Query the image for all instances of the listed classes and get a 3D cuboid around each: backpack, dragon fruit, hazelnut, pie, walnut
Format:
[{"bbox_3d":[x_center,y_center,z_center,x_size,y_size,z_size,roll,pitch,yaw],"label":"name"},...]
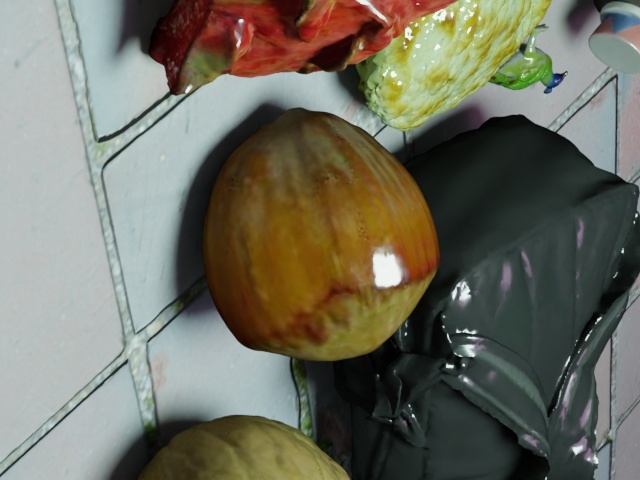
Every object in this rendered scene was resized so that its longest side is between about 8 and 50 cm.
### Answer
[{"bbox_3d":[0.160,0.125,1.929,0.363,0.255,0.445,-31,138,-37],"label":"backpack"},{"bbox_3d":[0.042,-0.200,1.434,0.286,0.228,0.329,27,105,-26],"label":"dragon fruit"},{"bbox_3d":[0.006,-0.002,1.656,0.210,0.186,0.210,-27,140,-25],"label":"hazelnut"},{"bbox_3d":[0.114,-0.193,1.782,0.248,0.090,0.201,-10,138,-59],"label":"pie"},{"bbox_3d":[-0.061,0.262,1.683,0.228,0.228,0.228,-36,138,-41],"label":"walnut"}]

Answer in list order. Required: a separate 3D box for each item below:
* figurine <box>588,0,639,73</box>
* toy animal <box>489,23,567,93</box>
[{"bbox_3d":[0.371,-0.289,2.082,0.275,0.161,0.158,-38,176,-37],"label":"figurine"},{"bbox_3d":[0.187,-0.187,1.960,0.217,0.041,0.075,1,114,-54],"label":"toy animal"}]
